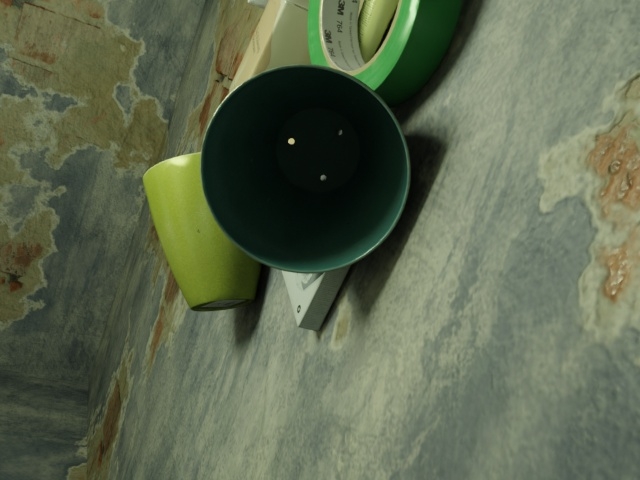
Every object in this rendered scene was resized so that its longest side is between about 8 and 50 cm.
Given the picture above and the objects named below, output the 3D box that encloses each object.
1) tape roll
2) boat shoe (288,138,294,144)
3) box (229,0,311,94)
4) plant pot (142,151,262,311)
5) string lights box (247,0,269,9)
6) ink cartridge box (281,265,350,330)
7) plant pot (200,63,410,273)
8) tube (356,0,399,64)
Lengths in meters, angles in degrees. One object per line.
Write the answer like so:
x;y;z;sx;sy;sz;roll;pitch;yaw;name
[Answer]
0.088;-0.371;1.052;0.321;0.077;0.322;-6;83;59;tape roll
-0.077;-0.144;1.406;0.063;0.059;0.170;1;76;67;boat shoe
-0.093;-0.411;1.527;0.311;0.121;0.148;-58;28;35;box
-0.226;-0.005;1.458;0.274;0.274;0.294;-32;64;58;plant pot
-0.056;-0.613;1.551;0.259;0.133;0.077;-24;54;61;string lights box
0.000;0.000;1.159;0.224;0.045;0.223;-63;25;24;ink cartridge box
-0.014;-0.118;1.018;0.195;0.290;0.290;-72;4;-72;plant pot
0.091;-0.379;1.180;0.070;0.062;0.240;-33;-28;-57;tube
